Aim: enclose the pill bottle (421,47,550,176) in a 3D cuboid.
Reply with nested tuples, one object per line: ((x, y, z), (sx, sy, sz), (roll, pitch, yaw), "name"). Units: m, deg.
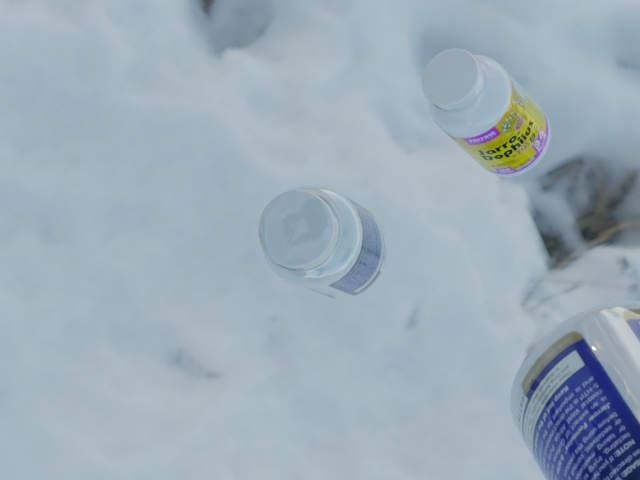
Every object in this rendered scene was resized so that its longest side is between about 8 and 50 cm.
((0.082, -0.066, 0.890), (0.083, 0.043, 0.043), (34, 53, -54), "pill bottle")

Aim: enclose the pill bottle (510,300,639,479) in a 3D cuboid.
((0.184, 0.129, 0.932), (0.112, 0.112, 0.187), (14, 30, -30), "pill bottle")

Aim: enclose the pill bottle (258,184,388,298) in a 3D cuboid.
((0.000, 0.000, 1.150), (0.120, 0.067, 0.067), (26, 50, -73), "pill bottle")
